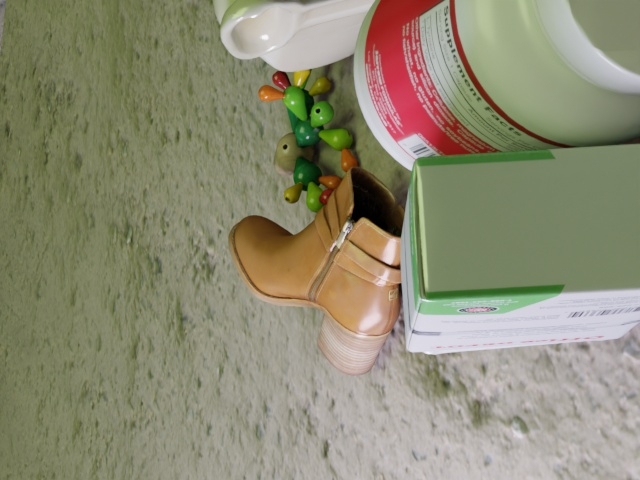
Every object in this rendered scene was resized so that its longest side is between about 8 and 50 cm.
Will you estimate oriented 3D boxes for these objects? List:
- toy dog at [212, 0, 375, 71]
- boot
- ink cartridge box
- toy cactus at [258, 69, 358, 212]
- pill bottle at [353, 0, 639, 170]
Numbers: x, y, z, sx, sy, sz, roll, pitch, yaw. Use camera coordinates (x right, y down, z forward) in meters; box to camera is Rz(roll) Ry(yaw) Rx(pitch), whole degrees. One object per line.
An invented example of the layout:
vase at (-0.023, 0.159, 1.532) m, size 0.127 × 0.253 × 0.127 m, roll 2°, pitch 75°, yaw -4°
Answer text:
toy dog at (-0.028, -0.428, 1.769) m, size 0.395 × 0.284 × 0.408 m, roll 82°, pitch 171°, yaw -82°
boot at (0.000, 0.000, 1.831) m, size 0.283 × 0.109 × 0.220 m, roll 51°, pitch 139°, yaw 37°
ink cartridge box at (0.177, 0.015, 1.311) m, size 0.289 × 0.211 × 0.121 m, roll 89°, pitch 177°, yaw -78°
toy cactus at (-0.029, -0.125, 1.958) m, size 0.180 × 0.112 × 0.219 m, roll 131°, pitch 124°, yaw -64°
pill bottle at (0.193, -0.181, 1.314) m, size 0.407 × 0.229 × 0.229 m, roll 162°, pitch 108°, yaw -72°
